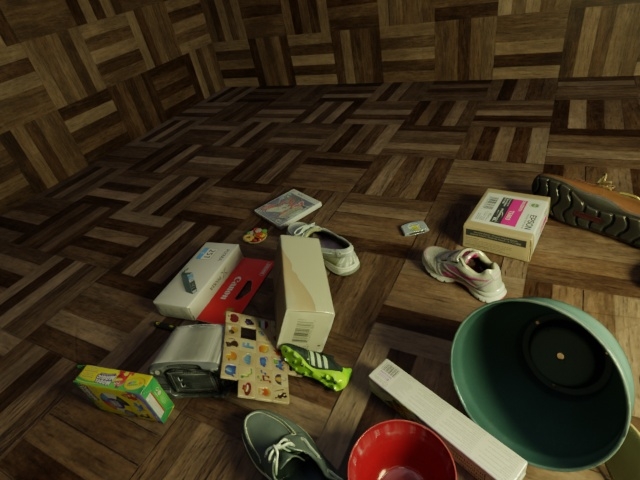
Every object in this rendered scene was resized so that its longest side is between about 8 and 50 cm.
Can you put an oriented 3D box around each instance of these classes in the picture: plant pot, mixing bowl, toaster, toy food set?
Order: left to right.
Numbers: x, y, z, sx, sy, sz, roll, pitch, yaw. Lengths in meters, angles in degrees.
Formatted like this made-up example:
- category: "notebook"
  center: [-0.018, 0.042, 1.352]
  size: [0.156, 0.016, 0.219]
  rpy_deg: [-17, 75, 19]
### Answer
- category: "toaster"
  center: [-0.288, 0.290, 0.993]
  size: [0.227, 0.129, 0.146]
  rpy_deg: [-5, 35, 8]
- category: "toy food set"
  center: [-0.234, -0.018, 1.478]
  size: [0.083, 0.020, 0.082]
  rpy_deg: [5, 39, 23]
- category: "mixing bowl"
  center: [0.142, 0.423, 0.713]
  size: [0.182, 0.098, 0.181]
  rpy_deg: [-7, 37, 5]
- category: "plant pot"
  center: [0.426, 0.236, 0.765]
  size: [0.196, 0.293, 0.293]
  rpy_deg: [-7, 26, -41]

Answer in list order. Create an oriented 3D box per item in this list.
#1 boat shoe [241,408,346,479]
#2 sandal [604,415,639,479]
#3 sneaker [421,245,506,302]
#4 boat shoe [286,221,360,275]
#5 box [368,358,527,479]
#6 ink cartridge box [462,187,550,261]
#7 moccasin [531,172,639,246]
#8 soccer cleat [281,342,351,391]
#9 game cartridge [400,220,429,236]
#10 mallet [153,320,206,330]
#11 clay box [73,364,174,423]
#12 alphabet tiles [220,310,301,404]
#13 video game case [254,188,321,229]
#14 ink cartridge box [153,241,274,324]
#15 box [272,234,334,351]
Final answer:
- category: "boat shoe"
  center: [-0.050, 0.416, 0.777]
  size: [0.116, 0.099, 0.319]
  rpy_deg: [-35, 42, -27]
- category: "sandal"
  center: [0.549, 0.412, 0.654]
  size: [0.079, 0.088, 0.240]
  rpy_deg: [15, 41, -16]
- category: "sneaker"
  center: [0.389, 0.062, 1.115]
  size: [0.103, 0.111, 0.252]
  rpy_deg: [-35, 42, -28]
- category: "boat shoe"
  center: [-0.001, 0.002, 1.315]
  size: [0.118, 0.103, 0.320]
  rpy_deg: [-31, 40, -23]
- category: "box"
  center: [0.232, 0.357, 0.805]
  size: [0.067, 0.063, 0.324]
  rpy_deg: [-36, 42, -26]
- category: "ink cartridge box"
  center: [0.568, -0.057, 1.244]
  size: [0.193, 0.088, 0.234]
  rpy_deg: [14, 43, 33]
- category: "moccasin"
  center: [0.819, -0.112, 1.206]
  size: [0.147, 0.139, 0.380]
  rpy_deg: [-26, 35, -28]
- category: "soccer cleat"
  center: [-0.012, 0.290, 0.966]
  size: [0.179, 0.060, 0.072]
  rpy_deg: [25, 32, 21]
- category: "game cartridge"
  center: [0.312, -0.040, 1.357]
  size: [0.083, 0.017, 0.056]
  rpy_deg: [-13, 32, -1]
- category: "mallet"
  center: [-0.406, 0.258, 1.152]
  size: [0.190, 0.039, 0.062]
  rpy_deg: [-1, 40, 23]
- category: "clay box"
  center: [-0.469, 0.357, 0.954]
  size: [0.222, 0.127, 0.053]
  rpy_deg: [1, 39, 18]
- category: "alphabet tiles"
  center: [-0.136, 0.276, 0.974]
  size: [0.198, 0.009, 0.237]
  rpy_deg: [17, 32, -20]
- category: "video game case"
  center: [-0.128, -0.127, 1.592]
  size: [0.201, 0.023, 0.183]
  rpy_deg: [-33, 41, -26]
- category: "ink cartridge box"
  center: [-0.322, 0.125, 1.276]
  size: [0.261, 0.066, 0.296]
  rpy_deg: [4, 39, 23]
- category: "box"
  center: [-0.056, 0.131, 1.099]
  size: [0.121, 0.148, 0.311]
  rpy_deg: [7, 33, -13]
